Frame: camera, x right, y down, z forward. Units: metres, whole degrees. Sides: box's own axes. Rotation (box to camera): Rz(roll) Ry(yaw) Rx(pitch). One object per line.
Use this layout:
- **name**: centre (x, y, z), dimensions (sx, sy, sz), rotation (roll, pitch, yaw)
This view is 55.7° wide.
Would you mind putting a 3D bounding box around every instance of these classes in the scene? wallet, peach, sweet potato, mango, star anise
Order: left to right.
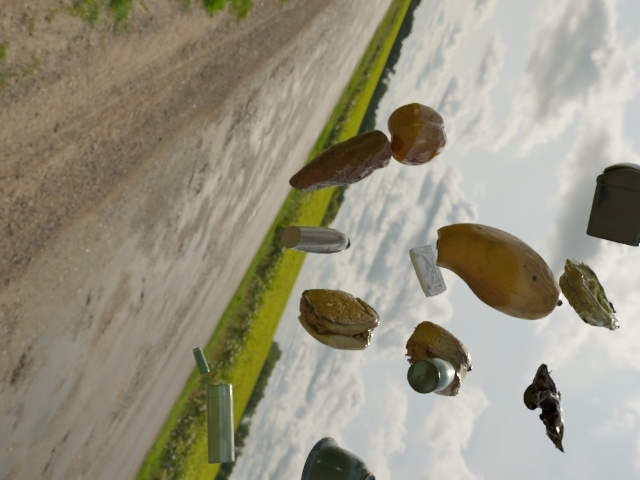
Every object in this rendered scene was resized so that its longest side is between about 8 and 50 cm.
- **sweet potato**: centre (0.044, -0.163, 1.324), dimensions (0.251, 0.097, 0.097), rotation (-22, -158, 23)
- **peach**: centre (0.212, -0.232, 1.331), dimensions (0.138, 0.138, 0.138), rotation (-158, -90, -90)
- **wallet**: centre (0.380, 0.105, 2.129), dimensions (0.124, 0.183, 0.032), rotation (-10, 166, -41)
- **mango**: centre (0.452, 0.068, 1.552), dimensions (0.187, 0.359, 0.144), rotation (-50, 170, -2)
- **star anise**: centre (0.630, 0.472, 1.710), dimensions (0.272, 0.102, 0.272), rotation (-12, 90, -68)

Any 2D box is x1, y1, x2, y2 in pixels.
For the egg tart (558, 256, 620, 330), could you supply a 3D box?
- **egg tart**: centre (0.863, 0.180, 1.966), dimensions (0.095, 0.279, 0.279), rotation (-36, -163, 29)

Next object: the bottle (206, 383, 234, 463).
- **bottle**: centre (-0.269, 0.489, 1.629), dimensions (0.072, 0.072, 0.202), rotation (113, -26, -77)

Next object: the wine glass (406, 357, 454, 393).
- **wine glass**: centre (0.305, 0.365, 1.648), dimensions (0.202, 0.092, 0.093), rotation (21, 91, -65)

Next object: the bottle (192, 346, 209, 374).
- **bottle**: centre (-0.370, 0.372, 1.874), dimensions (0.030, 0.030, 0.083), rotation (114, -45, -82)

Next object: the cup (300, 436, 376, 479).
- **cup**: centre (0.061, 0.627, 1.578), dimensions (0.199, 0.149, 0.199), rotation (-5, 96, -57)

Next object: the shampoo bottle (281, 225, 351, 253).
- **shampoo bottle**: centre (0.000, 0.000, 1.820), dimensions (0.127, 0.256, 0.078), rotation (-21, -110, 37)

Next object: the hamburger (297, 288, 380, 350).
- **hamburger**: centre (0.060, 0.302, 2.344), dimensions (0.304, 0.283, 0.174), rotation (-142, -116, -65)

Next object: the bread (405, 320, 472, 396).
- **bread**: centre (0.383, 0.376, 1.877), dimensions (0.147, 0.261, 0.160), rotation (-5, -144, 48)

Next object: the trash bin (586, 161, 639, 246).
- **trash bin**: centre (0.913, -0.115, 1.829), dimensions (0.101, 0.176, 0.237), rotation (-33, 134, -53)
